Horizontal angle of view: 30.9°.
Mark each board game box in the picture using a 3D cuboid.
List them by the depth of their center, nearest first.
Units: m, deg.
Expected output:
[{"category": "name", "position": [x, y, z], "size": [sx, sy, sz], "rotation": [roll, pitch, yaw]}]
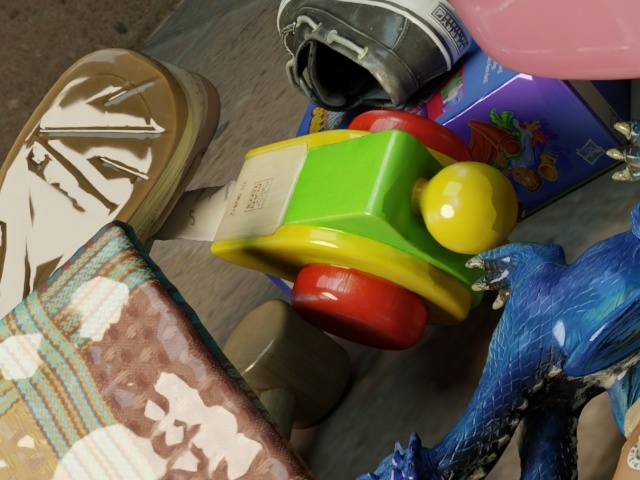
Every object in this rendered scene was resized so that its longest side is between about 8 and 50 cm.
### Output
[{"category": "board game box", "position": [0.095, -0.122, 0.803], "size": [0.233, 0.078, 0.347], "rotation": [-32, 24, 33]}]

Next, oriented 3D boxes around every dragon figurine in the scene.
[{"category": "dragon figurine", "position": [0.131, 0.026, 0.425], "size": [0.289, 0.085, 0.144], "rotation": [-37, 22, 18]}]

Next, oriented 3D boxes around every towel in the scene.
[{"category": "towel", "position": [-0.156, 0.200, 0.495], "size": [0.370, 0.040, 0.271], "rotation": [-44, 62, 4]}]

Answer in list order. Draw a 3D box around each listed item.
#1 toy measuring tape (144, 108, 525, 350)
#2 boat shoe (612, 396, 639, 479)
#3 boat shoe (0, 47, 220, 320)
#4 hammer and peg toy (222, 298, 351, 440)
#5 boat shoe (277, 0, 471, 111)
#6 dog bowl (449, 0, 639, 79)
[{"category": "toy measuring tape", "position": [0.000, 0.000, 0.637], "size": [0.121, 0.121, 0.330], "rotation": [-54, 24, -23]}, {"category": "boat shoe", "position": [0.138, 0.050, 0.320], "size": [0.116, 0.123, 0.324], "rotation": [-18, 32, 56]}, {"category": "boat shoe", "position": [-0.169, 0.017, 0.677], "size": [0.302, 0.109, 0.098], "rotation": [-49, -11, 14]}, {"category": "hammer and peg toy", "position": [-0.156, 0.171, 0.657], "size": [0.361, 0.127, 0.266], "rotation": [-38, 21, 20]}, {"category": "boat shoe", "position": [0.011, -0.124, 0.742], "size": [0.070, 0.078, 0.219], "rotation": [-48, 21, -9]}, {"category": "dog bowl", "position": [0.200, -0.183, 0.402], "size": [0.407, 0.150, 0.408], "rotation": [-17, 16, 5]}]
